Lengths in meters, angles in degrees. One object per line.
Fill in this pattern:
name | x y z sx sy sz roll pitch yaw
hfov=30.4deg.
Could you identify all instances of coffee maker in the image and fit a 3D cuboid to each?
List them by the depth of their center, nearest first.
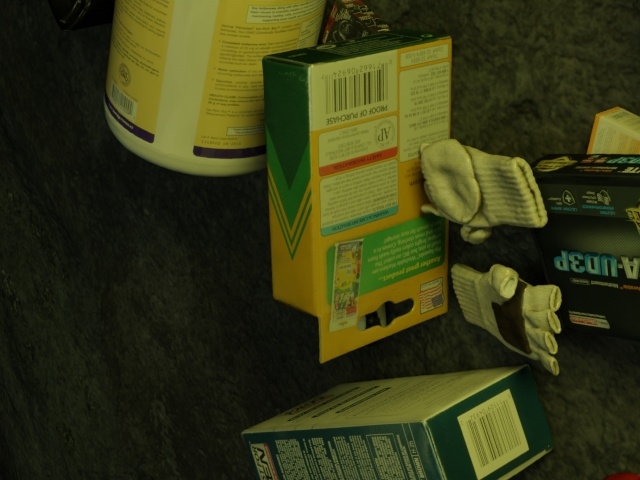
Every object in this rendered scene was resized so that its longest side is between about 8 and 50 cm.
coffee maker | -0.258 -0.334 1.556 0.171 0.178 0.120 52 139 23

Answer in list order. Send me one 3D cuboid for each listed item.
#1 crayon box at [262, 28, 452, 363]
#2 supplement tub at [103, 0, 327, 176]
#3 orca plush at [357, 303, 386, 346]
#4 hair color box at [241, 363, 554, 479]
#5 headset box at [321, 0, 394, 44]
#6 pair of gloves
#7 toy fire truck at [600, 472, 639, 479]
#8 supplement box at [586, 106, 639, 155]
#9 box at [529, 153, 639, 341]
crayon box | 0.044 -0.053 1.280 0.083 0.203 0.323 20 119 46
supplement tub | -0.116 -0.267 1.360 0.241 0.241 0.331 41 132 33
orca plush | 0.000 0.000 1.437 0.151 0.102 0.287 10 112 48
hair color box | 0.080 0.232 1.375 0.347 0.174 0.105 -15 94 52
headset box | 0.040 -0.236 1.351 0.083 0.032 0.062 47 135 29
pair of gloves | 0.169 0.010 1.210 0.204 0.042 0.240 27 139 60
toy fire truck | 0.286 0.329 1.210 0.246 0.158 0.217 13 115 36
supplement box | 0.298 -0.076 1.096 0.098 0.036 0.062 36 132 38
box | 0.290 0.009 1.083 0.220 0.051 0.175 8 123 57
